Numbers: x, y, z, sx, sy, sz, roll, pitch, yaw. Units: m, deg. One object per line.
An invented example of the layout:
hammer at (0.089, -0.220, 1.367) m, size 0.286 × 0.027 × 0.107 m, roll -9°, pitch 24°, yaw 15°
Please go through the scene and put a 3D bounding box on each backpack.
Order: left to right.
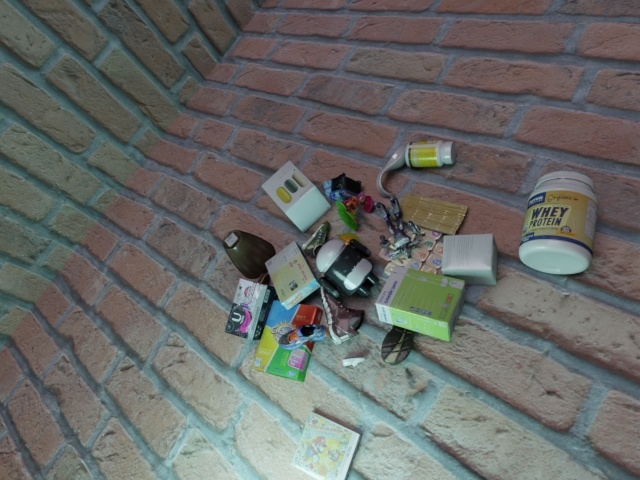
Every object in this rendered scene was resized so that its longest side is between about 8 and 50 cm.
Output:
backpack at (0.093, -0.241, 2.129) m, size 0.173 × 0.158 × 0.117 m, roll -9°, pitch 72°, yaw 41°

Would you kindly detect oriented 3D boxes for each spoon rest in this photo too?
spoon rest at (0.338, -0.344, 2.080) m, size 0.277 × 0.084 × 0.137 m, roll -65°, pitch 15°, yaw -14°

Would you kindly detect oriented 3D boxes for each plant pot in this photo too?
plant pot at (-0.373, 0.047, 2.163) m, size 0.215 × 0.230 × 0.216 m, roll -14°, pitch 57°, yaw 22°

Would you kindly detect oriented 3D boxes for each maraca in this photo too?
maraca at (0.129, 0.057, 1.972) m, size 0.127 × 0.099 × 0.186 m, roll -12°, pitch 82°, yaw 25°

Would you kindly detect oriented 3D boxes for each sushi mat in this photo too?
sushi mat at (0.474, -0.120, 1.913) m, size 0.316 × 0.019 × 0.152 m, roll 19°, pitch 67°, yaw 38°

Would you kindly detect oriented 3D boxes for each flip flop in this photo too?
flip flop at (0.313, 0.365, 1.705) m, size 0.112 × 0.080 × 0.277 m, roll 7°, pitch 50°, yaw 20°

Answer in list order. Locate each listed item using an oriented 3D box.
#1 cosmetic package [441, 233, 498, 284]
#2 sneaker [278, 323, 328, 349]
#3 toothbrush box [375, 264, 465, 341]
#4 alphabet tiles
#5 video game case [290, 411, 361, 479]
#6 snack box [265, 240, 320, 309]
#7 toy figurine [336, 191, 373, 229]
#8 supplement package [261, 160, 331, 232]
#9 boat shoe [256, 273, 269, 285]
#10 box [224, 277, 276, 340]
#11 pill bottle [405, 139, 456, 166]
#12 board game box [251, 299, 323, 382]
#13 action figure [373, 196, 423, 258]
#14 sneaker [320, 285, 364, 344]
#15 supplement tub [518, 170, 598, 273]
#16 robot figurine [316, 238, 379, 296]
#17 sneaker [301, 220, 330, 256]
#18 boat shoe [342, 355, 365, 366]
cosmetic package at (0.574, 0.074, 1.678) m, size 0.183 × 0.151 × 0.152 m, roll -1°, pitch 63°, yaw 29°
sneaker at (-0.082, 0.387, 1.814) m, size 0.221 × 0.087 × 0.083 m, roll -23°, pitch 53°, yaw 15°
toothbrush box at (0.383, 0.231, 1.669) m, size 0.283 × 0.122 × 0.206 m, roll 12°, pitch 50°, yaw 29°
alphabet tiles at (0.398, 0.048, 1.874) m, size 0.277 × 0.021 × 0.284 m, roll 27°, pitch 78°, yaw 37°
video game case at (0.019, 0.788, 1.649) m, size 0.226 × 0.026 × 0.207 m, roll 11°, pitch 69°, yaw 33°
snack box at (-0.135, 0.154, 2.034) m, size 0.187 × 0.060 × 0.322 m, roll -36°, pitch 38°, yaw 4°
toy figurine at (0.172, -0.163, 2.048) m, size 0.159 × 0.173 × 0.130 m, roll -41°, pitch 33°, yaw -15°
supplement package at (-0.120, -0.221, 2.200) m, size 0.199 × 0.198 × 0.263 m, roll -42°, pitch 52°, yaw 0°
boat shoe at (-0.309, 0.252, 2.108) m, size 0.073 × 0.073 × 0.207 m, roll 9°, pitch 68°, yaw 26°
box at (-0.312, 0.309, 1.970) m, size 0.141 × 0.163 × 0.248 m, roll 12°, pitch 81°, yaw 13°
pill bottle at (0.506, -0.399, 2.011) m, size 0.208 × 0.119 × 0.119 m, roll 4°, pitch 65°, yaw 31°
board game box at (-0.144, 0.433, 1.919) m, size 0.242 × 0.064 × 0.317 m, roll 3°, pitch 65°, yaw 30°
action figure at (0.328, -0.046, 1.887) m, size 0.185 × 0.099 × 0.285 m, roll -24°, pitch 61°, yaw 11°
sneaker at (0.101, 0.290, 1.860) m, size 0.162 × 0.106 × 0.282 m, roll -18°, pitch 61°, yaw 7°
supplement tub at (0.849, -0.063, 1.558) m, size 0.228 × 0.228 × 0.317 m, roll 7°, pitch 66°, yaw 31°
robot figurine at (0.111, 0.119, 1.855) m, size 0.278 × 0.209 × 0.174 m, roll 39°, pitch 127°, yaw 3°
sneaker at (0.000, 0.000, 2.101) m, size 0.086 × 0.064 × 0.192 m, roll 38°, pitch 76°, yaw 20°
boat shoe at (0.136, 0.488, 1.758) m, size 0.100 × 0.035 × 0.035 m, roll -13°, pitch 85°, yaw 18°
